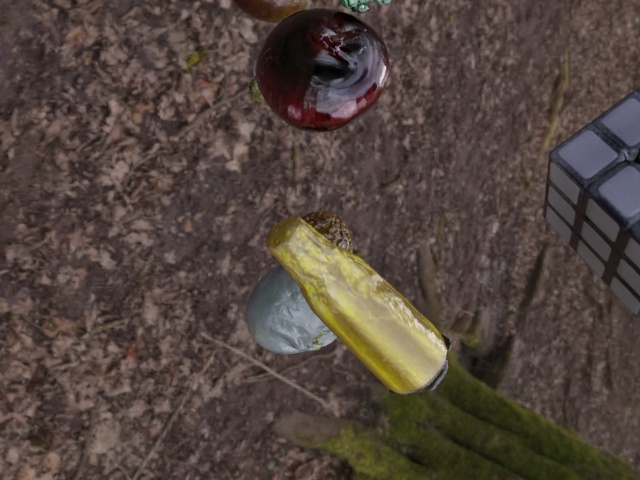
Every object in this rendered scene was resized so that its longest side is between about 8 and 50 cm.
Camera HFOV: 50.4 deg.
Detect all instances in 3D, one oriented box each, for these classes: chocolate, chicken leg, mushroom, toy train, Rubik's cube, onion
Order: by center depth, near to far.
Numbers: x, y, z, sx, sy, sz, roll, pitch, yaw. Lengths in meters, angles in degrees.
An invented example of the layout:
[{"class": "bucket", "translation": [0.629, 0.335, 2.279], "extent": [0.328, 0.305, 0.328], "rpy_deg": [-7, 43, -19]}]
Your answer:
[{"class": "chocolate", "translation": [0.073, 0.116, 1.268], "extent": [0.445, 0.162, 0.162], "rpy_deg": [47, 57, -31]}, {"class": "Rubik's cube", "translation": [0.634, -0.086, 1.274], "extent": [0.305, 0.304, 0.301], "rpy_deg": [-37, 153, -3]}, {"class": "onion", "translation": [0.007, -0.355, 1.337], "extent": [0.285, 0.272, 0.273], "rpy_deg": [102, 8, -70]}, {"class": "toy train", "translation": [0.090, -0.525, 1.376], "extent": [0.149, 0.081, 0.099], "rpy_deg": [-30, 131, -25]}, {"class": "mushroom", "translation": [-0.167, -0.785, 1.993], "extent": [0.195, 0.263, 0.283], "rpy_deg": [-30, 127, -57]}, {"class": "chicken leg", "translation": [-0.137, -0.532, 2.214], "extent": [0.227, 0.103, 0.088], "rpy_deg": [-34, 162, -7]}]

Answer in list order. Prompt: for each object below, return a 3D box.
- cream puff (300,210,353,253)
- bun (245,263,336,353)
[{"class": "cream puff", "translation": [0.000, 0.000, 1.622], "extent": [0.150, 0.165, 0.115], "rpy_deg": [-53, 158, -21]}, {"class": "bun", "translation": [-0.033, 0.184, 1.899], "extent": [0.361, 0.211, 0.362], "rpy_deg": [-33, 152, -20]}]
